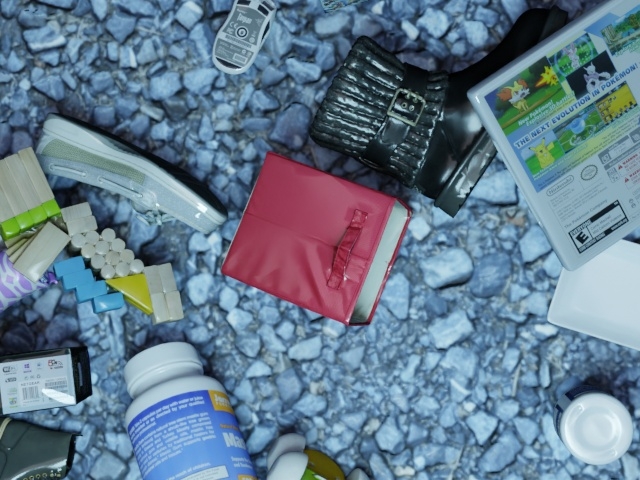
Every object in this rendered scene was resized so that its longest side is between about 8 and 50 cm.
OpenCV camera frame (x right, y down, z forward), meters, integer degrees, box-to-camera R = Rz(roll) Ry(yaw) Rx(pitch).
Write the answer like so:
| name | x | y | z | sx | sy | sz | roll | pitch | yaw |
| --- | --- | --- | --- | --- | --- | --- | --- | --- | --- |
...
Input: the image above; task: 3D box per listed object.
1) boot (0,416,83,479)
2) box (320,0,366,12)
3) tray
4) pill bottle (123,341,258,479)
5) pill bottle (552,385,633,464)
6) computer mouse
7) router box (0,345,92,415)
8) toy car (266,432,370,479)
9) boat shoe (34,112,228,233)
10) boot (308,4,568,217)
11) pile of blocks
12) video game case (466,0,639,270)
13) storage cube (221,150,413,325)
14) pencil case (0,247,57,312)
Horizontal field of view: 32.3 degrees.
| name | x | y | z | sx | sy | sz | roll | pitch | yaw |
| --- | --- | --- | --- | --- | --- | --- | --- | --- | --- |
| boot | -0.438 | 0.362 | 1.623 | 0.137 | 0.077 | 0.198 | 7 | 72 | 5 |
| box | 0.038 | -0.373 | 1.592 | 0.094 | 0.137 | 0.027 | -16 | 81 | 6 |
| tray | 0.471 | 0.087 | 1.573 | 0.270 | 0.030 | 0.145 | 18 | 88 | 7 |
| pill bottle | -0.186 | 0.284 | 1.551 | 0.152 | 0.152 | 0.272 | -26 | 62 | 5 |
| pill bottle | 0.367 | 0.247 | 1.506 | 0.094 | 0.169 | 0.094 | 0 | 88 | 7 |
| computer mouse | -0.105 | -0.336 | 1.658 | 0.106 | 0.042 | 0.193 | 25 | 84 | 3 |
| router box | -0.484 | 0.205 | 1.541 | 0.309 | 0.243 | 0.081 | -7 | 86 | -8 |
| toy car | -0.016 | 0.367 | 1.543 | 0.159 | 0.182 | 0.136 | 33 | 96 | -8 |
| boat shoe | -0.283 | -0.084 | 1.631 | 0.320 | 0.118 | 0.103 | 27 | 96 | 11 |
| boot | 0.167 | -0.232 | 1.574 | 0.260 | 0.131 | 0.348 | 33 | 92 | 7 |
| pile of blocks | -0.363 | 0.021 | 1.612 | 0.362 | 0.112 | 0.149 | 40 | 71 | -6 |
| video game case | 0.405 | -0.166 | 1.514 | 0.329 | 0.036 | 0.300 | -34 | 109 | -3 |
| storage cube | 0.000 | 0.000 | 1.544 | 0.193 | 0.215 | 0.184 | 21 | 90 | 13 |
| pencil case | -0.502 | 0.082 | 1.664 | 0.206 | 0.088 | 0.086 | -30 | 47 | 4 |
